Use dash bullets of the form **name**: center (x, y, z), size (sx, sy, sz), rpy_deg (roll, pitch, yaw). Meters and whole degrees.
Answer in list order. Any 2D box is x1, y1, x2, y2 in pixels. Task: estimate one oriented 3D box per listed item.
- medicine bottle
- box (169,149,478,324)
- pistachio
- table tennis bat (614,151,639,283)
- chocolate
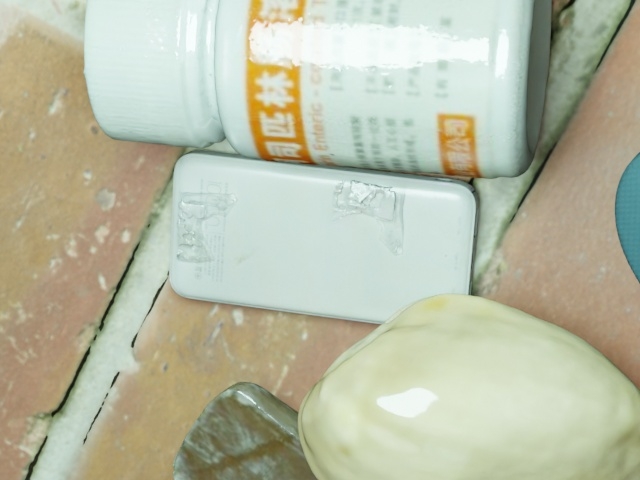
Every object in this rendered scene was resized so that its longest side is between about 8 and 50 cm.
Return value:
- **medicine bottle**: center (0.003, -0.168, 1.545), size (0.371, 0.211, 0.211), rpy_deg (5, 102, 12)
- **box**: center (0.000, 0.000, 1.665), size (0.285, 0.044, 0.142), rpy_deg (7, 104, 11)
- **pistachio**: center (0.140, 0.157, 1.575), size (0.318, 0.193, 0.214), rpy_deg (7, 87, -1)
- **table tennis bat**: center (0.366, 0.050, 1.544), size (0.215, 0.044, 0.329), rpy_deg (-2, 122, 47)
- **chocolate**: center (-0.008, 0.240, 1.694), size (0.254, 0.080, 0.157), rpy_deg (37, 121, 6)
